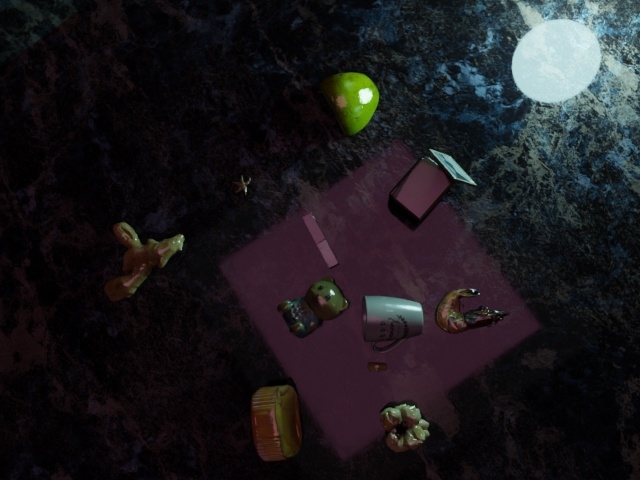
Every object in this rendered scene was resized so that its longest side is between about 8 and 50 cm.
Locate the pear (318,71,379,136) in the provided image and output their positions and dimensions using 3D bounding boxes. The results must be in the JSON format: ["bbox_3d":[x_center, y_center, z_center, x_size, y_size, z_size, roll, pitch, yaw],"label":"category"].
[{"bbox_3d":[0.150,-0.649,2.020,0.239,0.139,0.288,-26,82,-6],"label":"pear"}]

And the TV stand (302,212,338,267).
[{"bbox_3d":[0.000,0.000,1.995,0.049,0.040,0.256,-29,81,1],"label":"TV stand"}]

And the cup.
[{"bbox_3d":[0.290,0.355,1.867,0.234,0.186,0.257,2,113,-1],"label":"cup"}]

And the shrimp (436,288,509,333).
[{"bbox_3d":[0.623,0.283,1.879,0.290,0.075,0.178,-16,78,17],"label":"shrimp"}]

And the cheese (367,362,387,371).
[{"bbox_3d":[0.239,0.534,1.899,0.083,0.044,0.030,-1,99,4],"label":"cheese"}]

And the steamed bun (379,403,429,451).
[{"bbox_3d":[0.346,0.760,1.826,0.193,0.106,0.177,-15,83,3],"label":"steamed bun"}]

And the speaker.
[{"bbox_3d":[0.425,-0.204,1.914,0.192,0.153,0.231,42,89,9],"label":"speaker"}]

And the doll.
[{"bbox_3d":[-0.025,0.281,1.901,0.261,0.161,0.177,-37,59,3],"label":"doll"}]

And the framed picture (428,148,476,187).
[{"bbox_3d":[0.549,-0.303,1.887,0.015,0.150,0.203,-54,45,31],"label":"framed picture"}]

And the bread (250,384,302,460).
[{"bbox_3d":[-0.191,0.745,1.858,0.156,0.204,0.287,-16,78,22],"label":"bread"}]

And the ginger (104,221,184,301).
[{"bbox_3d":[-0.807,0.102,2.038,0.348,0.122,0.362,3,73,15],"label":"ginger"}]

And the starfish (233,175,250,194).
[{"bbox_3d":[-0.354,-0.253,2.082,0.092,0.016,0.086,-38,82,-2],"label":"starfish"}]
